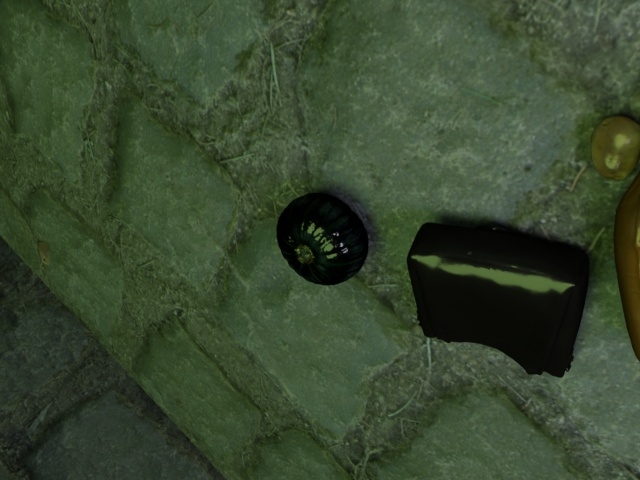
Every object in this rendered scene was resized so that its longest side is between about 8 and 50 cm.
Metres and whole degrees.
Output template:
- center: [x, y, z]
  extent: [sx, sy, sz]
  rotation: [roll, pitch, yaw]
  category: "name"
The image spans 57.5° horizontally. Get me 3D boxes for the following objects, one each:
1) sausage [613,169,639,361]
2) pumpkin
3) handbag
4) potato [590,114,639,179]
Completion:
- center: [0.463, 0.031, 0.803]
  extent: [0.112, 0.112, 0.328]
  rotation: [-2, 114, 42]
  category: "sausage"
- center: [0.000, 0.000, 1.176]
  extent: [0.202, 0.140, 0.202]
  rotation: [25, 132, 31]
  category: "pumpkin"
- center: [0.295, 0.103, 1.001]
  extent: [0.285, 0.113, 0.257]
  rotation: [12, 130, 28]
  category: "handbag"
- center: [0.402, -0.125, 0.792]
  extent: [0.068, 0.062, 0.083]
  rotation: [25, 105, 64]
  category: "potato"
